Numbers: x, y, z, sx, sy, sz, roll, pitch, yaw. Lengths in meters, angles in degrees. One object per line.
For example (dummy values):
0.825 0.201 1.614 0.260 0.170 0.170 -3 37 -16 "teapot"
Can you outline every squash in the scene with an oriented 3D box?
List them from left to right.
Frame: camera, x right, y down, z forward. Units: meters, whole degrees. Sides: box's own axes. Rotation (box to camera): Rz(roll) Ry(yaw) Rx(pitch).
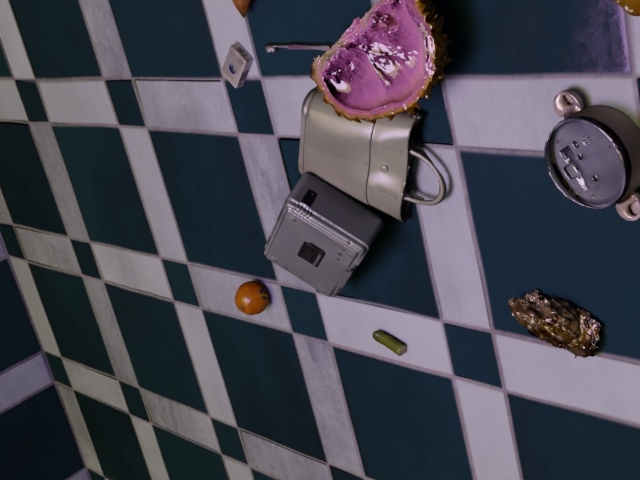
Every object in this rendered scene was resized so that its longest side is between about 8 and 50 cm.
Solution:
0.142 0.212 2.192 0.083 0.027 0.027 31 135 35 "squash"

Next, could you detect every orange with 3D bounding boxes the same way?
-0.164 0.138 2.467 0.083 0.083 0.084 29 134 36 "orange"

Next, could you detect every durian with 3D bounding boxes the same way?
0.122 -0.302 1.783 0.191 0.112 0.341 56 139 1 "durian"

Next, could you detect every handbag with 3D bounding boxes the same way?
0.110 -0.162 1.955 0.315 0.109 0.241 23 132 23 "handbag"

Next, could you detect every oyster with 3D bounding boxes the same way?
0.404 0.145 1.811 0.177 0.056 0.105 36 145 23 "oyster"

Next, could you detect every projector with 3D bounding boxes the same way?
0.000 0.000 2.081 0.192 0.099 0.257 31 151 1 "projector"

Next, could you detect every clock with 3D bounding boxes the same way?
0.419 -0.125 1.596 0.155 0.063 0.229 -32 87 53 "clock"

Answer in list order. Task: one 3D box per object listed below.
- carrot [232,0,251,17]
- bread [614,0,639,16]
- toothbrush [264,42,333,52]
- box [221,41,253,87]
-0.160 -0.527 2.020 0.072 0.072 0.205 30 137 35 "carrot"
0.400 -0.422 1.399 0.233 0.088 0.161 49 148 11 "bread"
-0.046 -0.376 2.026 0.194 0.014 0.017 9 120 47 "toothbrush"
-0.175 -0.367 2.182 0.054 0.024 0.083 47 141 14 "box"
